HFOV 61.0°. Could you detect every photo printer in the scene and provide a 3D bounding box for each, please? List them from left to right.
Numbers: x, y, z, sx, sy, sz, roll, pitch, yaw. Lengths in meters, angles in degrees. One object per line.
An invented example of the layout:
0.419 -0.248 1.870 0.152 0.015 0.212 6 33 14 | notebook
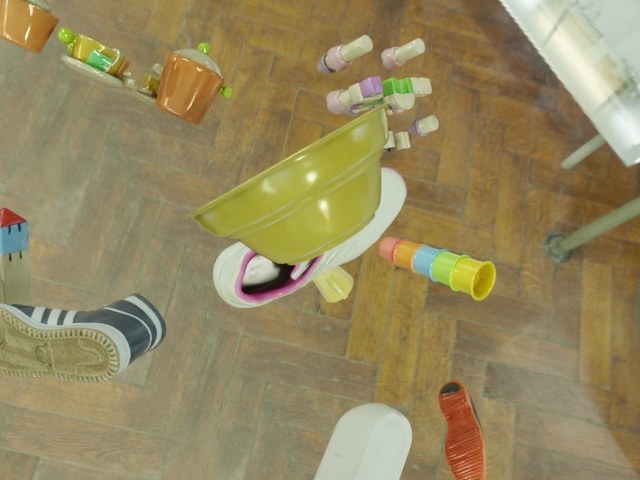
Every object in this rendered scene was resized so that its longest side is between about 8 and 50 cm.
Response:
0.078 0.505 1.185 0.107 0.256 0.308 30 66 -9 | photo printer

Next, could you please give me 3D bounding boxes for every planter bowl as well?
-0.011 -0.039 0.514 0.217 0.217 0.090 -33 99 -19 | planter bowl

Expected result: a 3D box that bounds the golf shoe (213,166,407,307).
0.000 0.000 0.730 0.306 0.140 0.115 -34 98 -9 | golf shoe

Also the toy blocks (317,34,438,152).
0.137 -0.382 1.527 0.288 0.260 0.309 -15 94 -41 | toy blocks

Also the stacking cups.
0.278 0.062 1.361 0.096 0.316 0.096 -11 109 -37 | stacking cups

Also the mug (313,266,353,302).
0.021 0.065 0.949 0.064 0.078 0.062 50 57 -30 | mug

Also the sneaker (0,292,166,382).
-0.367 0.132 0.804 0.282 0.153 0.099 5 103 19 | sneaker

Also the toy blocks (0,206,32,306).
-0.644 0.041 0.955 0.381 0.261 0.190 17 22 25 | toy blocks

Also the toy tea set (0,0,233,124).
-0.296 -0.290 0.820 0.200 0.336 0.124 28 97 38 | toy tea set

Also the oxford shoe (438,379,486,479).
0.346 0.457 1.256 0.098 0.096 0.271 46 29 -29 | oxford shoe
